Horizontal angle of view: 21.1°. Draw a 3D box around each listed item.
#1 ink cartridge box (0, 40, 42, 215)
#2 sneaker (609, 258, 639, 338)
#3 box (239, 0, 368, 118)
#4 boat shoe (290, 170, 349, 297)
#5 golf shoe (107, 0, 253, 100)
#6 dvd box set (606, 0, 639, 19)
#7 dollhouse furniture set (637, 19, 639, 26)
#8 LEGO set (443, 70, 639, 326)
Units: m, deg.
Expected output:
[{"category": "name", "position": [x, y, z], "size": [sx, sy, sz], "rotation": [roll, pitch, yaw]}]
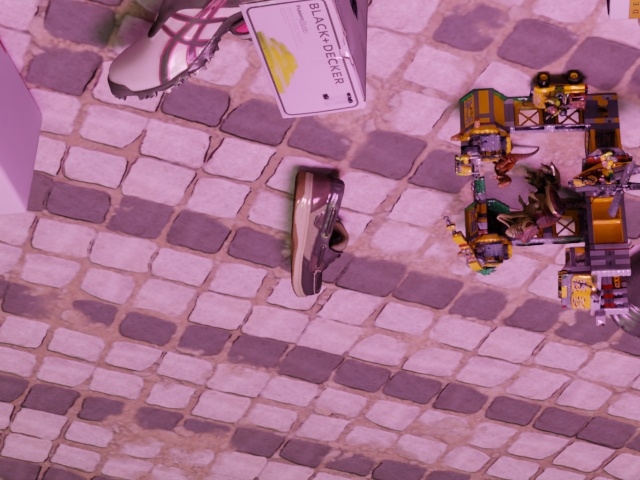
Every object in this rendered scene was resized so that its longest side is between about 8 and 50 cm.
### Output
[{"category": "ink cartridge box", "position": [-0.557, -0.149, 1.993], "size": [0.384, 0.160, 0.279], "rotation": [-7, 142, 12]}, {"category": "sneaker", "position": [0.526, 0.096, 2.329], "size": [0.286, 0.109, 0.130], "rotation": [19, 134, -25]}, {"category": "box", "position": [-0.010, -0.283, 1.679], "size": [0.087, 0.290, 0.169], "rotation": [-7, 143, 11]}, {"category": "boat shoe", "position": [0.000, -0.001, 2.236], "size": [0.073, 0.080, 0.223], "rotation": [5, 139, 5]}, {"category": "golf shoe", "position": [-0.143, -0.254, 1.906], "size": [0.273, 0.105, 0.120], "rotation": [-27, 119, 25]}, {"category": "dvd box set", "position": [0.503, -0.359, 1.743], "size": [0.420, 0.062, 0.307], "rotation": [-2, 143, 5]}, {"category": "dollhouse furniture set", "position": [0.428, -0.218, 1.940], "size": [0.076, 0.058, 0.151], "rotation": [-28, 134, 33]}, {"category": "LEGO set", "position": [0.276, -0.026, 2.093], "size": [0.255, 0.192, 0.331], "rotation": [2, 143, -1]}]
